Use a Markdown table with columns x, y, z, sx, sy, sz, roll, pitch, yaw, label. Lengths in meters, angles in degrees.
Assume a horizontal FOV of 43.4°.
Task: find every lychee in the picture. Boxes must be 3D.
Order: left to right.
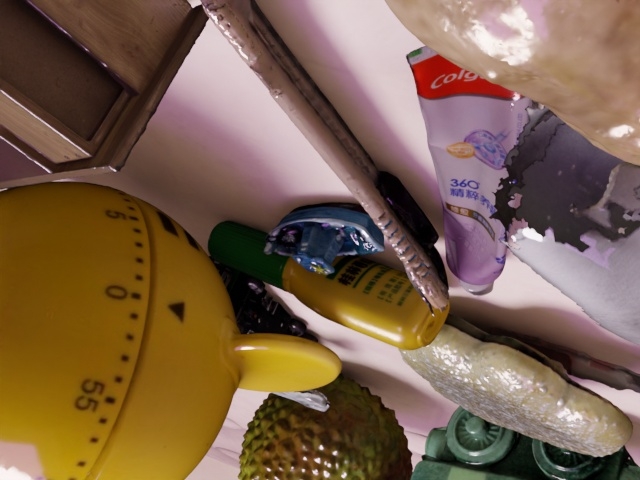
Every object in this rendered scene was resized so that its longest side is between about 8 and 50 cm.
| x | y | z | sx | sy | sz | roll | pitch | yaw | label |
| --- | --- | --- | --- | --- | --- | --- | --- | --- | --- |
| 0.010 | 0.337 | 1.167 | 0.270 | 0.320 | 0.269 | 2 | 124 | 3 | lychee |

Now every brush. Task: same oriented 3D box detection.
| x | y | z | sx | sy | sz | roll | pitch | yaw | label |
| --- | --- | --- | --- | --- | --- | --- | --- | --- | --- |
| 0.304 | 0.136 | 0.781 | 0.301 | 0.071 | 0.084 | 17 | 141 | 35 | brush |

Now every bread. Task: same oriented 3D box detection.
| x | y | z | sx | sy | sz | roll | pitch | yaw | label |
| --- | --- | --- | --- | --- | --- | --- | --- | --- | --- |
| 0.178 | 0.148 | 0.856 | 0.207 | 0.056 | 0.286 | 37 | 164 | -18 | bread |

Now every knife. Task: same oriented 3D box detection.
| x | y | z | sx | sy | sz | roll | pitch | yaw | label |
| --- | --- | --- | --- | --- | --- | --- | --- | --- | --- |
| 0.020 | -0.065 | 0.599 | 0.043 | 0.089 | 0.365 | -33 | 131 | 9 | knife |

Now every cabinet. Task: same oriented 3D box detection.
| x | y | z | sx | sy | sz | roll | pitch | yaw | label |
| --- | --- | --- | --- | --- | --- | --- | --- | --- | --- |
| -0.217 | -0.146 | 0.544 | 0.215 | 0.148 | 0.175 | 0 | 148 | 49 | cabinet |

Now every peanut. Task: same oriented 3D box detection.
| x | y | z | sx | sy | sz | roll | pitch | yaw | label |
| --- | --- | --- | --- | --- | --- | --- | --- | --- | --- |
| 0.109 | -0.115 | 0.337 | 0.224 | 0.129 | 0.129 | 28 | 156 | -15 | peanut |

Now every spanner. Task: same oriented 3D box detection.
| x | y | z | sx | sy | sz | roll | pitch | yaw | label |
| --- | --- | --- | --- | --- | --- | --- | --- | --- | --- |
| -0.123 | 0.185 | 1.103 | 0.302 | 0.017 | 0.071 | 12 | 157 | 22 | spanner |

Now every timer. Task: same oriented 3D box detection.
| x | y | z | sx | sy | sz | roll | pitch | yaw | label |
| --- | --- | --- | --- | --- | --- | --- | --- | --- | --- |
| -0.217 | 0.120 | 0.812 | 0.387 | 0.376 | 0.376 | 20 | 162 | -35 | timer |

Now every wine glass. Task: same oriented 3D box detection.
| x | y | z | sx | sy | sz | roll | pitch | yaw | label |
| --- | --- | --- | --- | --- | --- | --- | --- | --- | --- |
| 0.257 | 0.025 | 0.489 | 0.321 | 0.143 | 0.143 | 31 | 155 | -11 | wine glass |

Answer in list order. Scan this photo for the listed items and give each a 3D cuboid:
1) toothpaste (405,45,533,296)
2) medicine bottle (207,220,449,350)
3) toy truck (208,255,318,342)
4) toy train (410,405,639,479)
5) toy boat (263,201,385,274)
| x | y | z | sx | sy | sz | roll | pitch | yaw | label |
| --- | --- | --- | --- | --- | --- | --- | --- | --- | --- |
| 0.114 | -0.041 | 0.590 | 0.075 | 0.048 | 0.301 | 18 | 154 | 22 | toothpaste |
| -0.001 | 0.039 | 0.818 | 0.261 | 0.095 | 0.064 | 19 | 120 | 26 | medicine bottle |
| -0.097 | 0.117 | 1.058 | 0.121 | 0.088 | 0.259 | 9 | 154 | 31 | toy truck |
| 0.254 | 0.321 | 0.980 | 0.299 | 0.238 | 0.167 | -1 | 144 | 41 | toy train |
| 0.000 | 0.000 | 0.755 | 0.137 | 0.060 | 0.060 | 2 | 149 | 41 | toy boat |
